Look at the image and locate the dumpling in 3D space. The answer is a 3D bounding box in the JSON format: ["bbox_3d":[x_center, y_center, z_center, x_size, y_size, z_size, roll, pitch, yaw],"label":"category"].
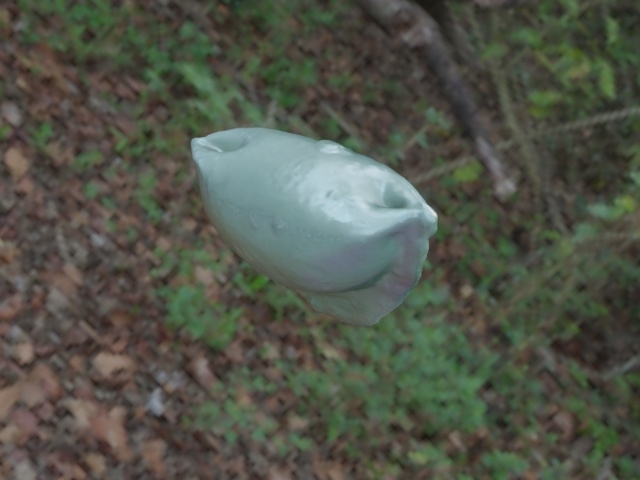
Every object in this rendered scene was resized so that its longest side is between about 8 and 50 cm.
[{"bbox_3d":[0.002,-0.012,1.096,0.217,0.105,0.149,14,-13,38],"label":"dumpling"}]
